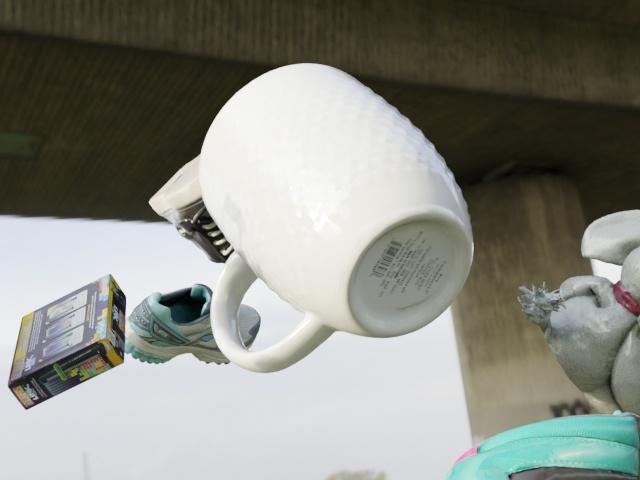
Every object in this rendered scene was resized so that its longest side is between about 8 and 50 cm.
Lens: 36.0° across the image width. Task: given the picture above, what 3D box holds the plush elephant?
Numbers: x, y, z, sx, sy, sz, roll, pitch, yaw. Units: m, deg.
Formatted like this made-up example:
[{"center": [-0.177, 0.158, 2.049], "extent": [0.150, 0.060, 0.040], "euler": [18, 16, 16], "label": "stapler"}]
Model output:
[{"center": [0.472, 0.108, 1.468], "extent": [0.255, 0.272, 0.330], "euler": [-31, -48, 17], "label": "plush elephant"}]

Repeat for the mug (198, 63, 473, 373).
[{"center": [0.000, 0.000, 1.227], "extent": [0.374, 0.328, 0.276], "euler": [-49, -51, 6], "label": "mug"}]

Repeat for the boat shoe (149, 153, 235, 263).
[{"center": [-0.158, -0.049, 1.528], "extent": [0.127, 0.158, 0.340], "euler": [-47, 12, -12], "label": "boat shoe"}]

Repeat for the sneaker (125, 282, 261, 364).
[{"center": [-0.189, 0.131, 1.609], "extent": [0.283, 0.110, 0.122], "euler": [-2, -44, -50], "label": "sneaker"}]

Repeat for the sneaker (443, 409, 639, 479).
[{"center": [0.182, 0.195, 0.569], "extent": [0.295, 0.178, 0.124], "euler": [28, -49, -18], "label": "sneaker"}]

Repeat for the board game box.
[{"center": [-0.326, 0.129, 1.284], "extent": [0.141, 0.048, 0.170], "euler": [-27, 27, 4], "label": "board game box"}]
